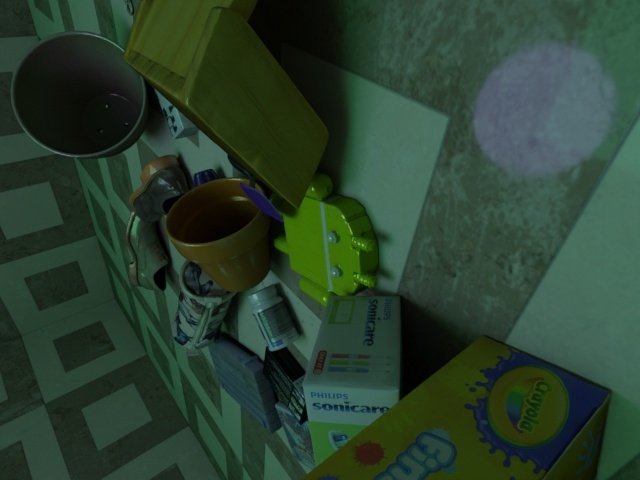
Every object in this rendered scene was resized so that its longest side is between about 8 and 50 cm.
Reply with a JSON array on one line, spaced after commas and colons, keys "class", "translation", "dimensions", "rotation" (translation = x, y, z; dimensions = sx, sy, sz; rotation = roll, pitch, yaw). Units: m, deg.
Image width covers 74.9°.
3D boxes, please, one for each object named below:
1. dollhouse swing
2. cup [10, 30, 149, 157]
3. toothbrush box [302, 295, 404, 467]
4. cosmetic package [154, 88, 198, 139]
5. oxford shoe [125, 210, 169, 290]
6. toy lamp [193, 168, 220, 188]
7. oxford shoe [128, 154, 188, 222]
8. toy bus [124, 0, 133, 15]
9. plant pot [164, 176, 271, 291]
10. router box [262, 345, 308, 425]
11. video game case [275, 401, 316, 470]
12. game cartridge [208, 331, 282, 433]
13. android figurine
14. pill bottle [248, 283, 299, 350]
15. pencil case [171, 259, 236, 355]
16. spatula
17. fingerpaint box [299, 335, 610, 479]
[{"class": "dollhouse swing", "translation": [-0.101, -0.301, 0.643], "dimensions": [0.347, 0.305, 0.315], "rotation": [39, 178, 46]}, {"class": "cup", "translation": [-0.636, -0.375, 1.194], "dimensions": [0.237, 0.331, 0.331], "rotation": [161, 86, -83]}, {"class": "toothbrush box", "translation": [0.067, 0.254, 0.627], "dimensions": [0.122, 0.206, 0.283], "rotation": [-1, 115, 12]}, {"class": "cosmetic package", "translation": [-0.353, -0.370, 0.984], "dimensions": [0.099, 0.060, 0.239], "rotation": [-8, 103, 55]}, {"class": "oxford shoe", "translation": [-0.652, 0.028, 1.624], "dimensions": [0.147, 0.140, 0.396], "rotation": [19, 126, 10]}, {"class": "toy lamp", "translation": [-0.237, -0.036, 1.011], "dimensions": [0.080, 0.080, 0.274], "rotation": [-6, 104, 56]}, {"class": "oxford shoe", "translation": [-0.489, -0.114, 1.276], "dimensions": [0.132, 0.130, 0.364], "rotation": [58, 146, 2]}, {"class": "toy bus", "translation": [-0.541, -0.690, 1.011], "dimensions": [0.202, 0.104, 0.191], "rotation": [62, 147, 8]}, {"class": "plant pot", "translation": [-0.190, 0.002, 0.883], "dimensions": [0.205, 0.205, 0.188], "rotation": [35, 152, 39]}, {"class": "router box", "translation": [-0.079, 0.360, 1.060], "dimensions": [0.179, 0.046, 0.133], "rotation": [45, 142, 29]}, {"class": "video game case", "translation": [-0.043, 0.550, 1.148], "dimensions": [0.201, 0.023, 0.183], "rotation": [-8, 103, 56]}, {"class": "game cartridge", "translation": [-0.254, 0.436, 1.346], "dimensions": [0.355, 0.068, 0.230], "rotation": [13, 116, 51]}, {"class": "android figurine", "translation": [0.000, 0.000, 0.724], "dimensions": [0.273, 0.056, 0.248], "rotation": [26, 130, 47]}, {"class": "pill bottle", "translation": [-0.110, 0.176, 0.962], "dimensions": [0.078, 0.078, 0.137], "rotation": [-26, 88, 57]}, {"class": "pencil case", "translation": [-0.335, 0.183, 1.204], "dimensions": [0.410, 0.160, 0.183], "rotation": [123, 136, -52]}, {"class": "spatula", "translation": [-0.138, -0.114, 0.804], "dimensions": [0.084, 0.030, 0.296], "rotation": [52, -179, -37]}, {"class": "fingerpaint box", "translation": [0.108, 0.377, 0.445], "dimensions": [0.163, 0.445, 0.371], "rotation": [21, 126, 49]}]
